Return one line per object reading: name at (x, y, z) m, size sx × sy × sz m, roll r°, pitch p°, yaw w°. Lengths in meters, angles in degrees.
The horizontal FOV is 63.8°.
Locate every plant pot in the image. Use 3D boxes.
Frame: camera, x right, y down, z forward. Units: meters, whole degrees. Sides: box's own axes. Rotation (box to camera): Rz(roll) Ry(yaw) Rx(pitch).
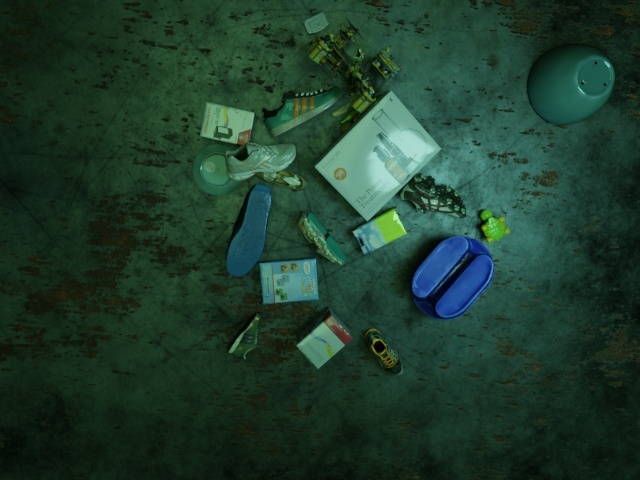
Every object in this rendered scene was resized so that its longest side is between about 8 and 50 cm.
plant pot at (0.920, -0.565, 1.825) m, size 0.290 × 0.195 × 0.290 m, roll -1°, pitch 98°, yaw -4°

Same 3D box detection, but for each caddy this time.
caddy at (0.488, 0.137, 1.911) m, size 0.241 × 0.179 × 0.341 m, roll 42°, pitch 94°, yaw 16°

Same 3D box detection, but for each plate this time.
plate at (-0.374, -0.257, 1.876) m, size 0.188 × 0.024 × 0.188 m, roll -1°, pitch 99°, yaw -4°

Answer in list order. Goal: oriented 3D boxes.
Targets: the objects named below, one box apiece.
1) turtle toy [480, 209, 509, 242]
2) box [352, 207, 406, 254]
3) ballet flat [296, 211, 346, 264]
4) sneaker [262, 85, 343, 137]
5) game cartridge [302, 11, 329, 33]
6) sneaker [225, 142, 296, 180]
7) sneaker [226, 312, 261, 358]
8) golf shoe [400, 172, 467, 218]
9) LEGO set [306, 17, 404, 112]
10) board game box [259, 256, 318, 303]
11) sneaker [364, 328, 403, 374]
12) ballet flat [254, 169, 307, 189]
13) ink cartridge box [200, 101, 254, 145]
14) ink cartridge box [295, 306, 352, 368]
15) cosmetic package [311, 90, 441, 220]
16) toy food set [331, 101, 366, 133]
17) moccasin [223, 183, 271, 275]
turtle toy at (0.648, -0.056, 1.945) m, size 0.095 × 0.066 × 0.130 m, roll -26°, pitch 98°, yaw 1°
box at (0.220, -0.033, 1.933) m, size 0.178 × 0.042 × 0.109 m, roll -28°, pitch 98°, yaw 1°
ballet flat at (0.000, 0.000, 1.917) m, size 0.077 × 0.091 × 0.241 m, roll -34°, pitch 95°, yaw 32°
sneaker at (-0.066, -0.485, 1.820) m, size 0.302 × 0.108 × 0.121 m, roll -28°, pitch 103°, yaw 2°
game cartridge at (-0.015, -0.771, 1.830) m, size 0.083 × 0.017 × 0.056 m, roll -25°, pitch 95°, yaw 0°
sneaker at (-0.211, -0.299, 1.806) m, size 0.262 × 0.121 × 0.099 m, roll -21°, pitch 56°, yaw -9°
sneaker at (-0.267, 0.369, 1.955) m, size 0.086 × 0.064 × 0.192 m, roll 36°, pitch 95°, yaw -15°
golf shoe at (0.426, -0.152, 1.912) m, size 0.273 × 0.105 × 0.120 m, roll 28°, pitch 139°, yaw -22°
LEGO set at (0.133, -0.613, 1.738) m, size 0.192 × 0.255 × 0.331 m, roll -40°, pitch 87°, yaw 30°
board game box at (-0.118, 0.152, 1.941) m, size 0.212 × 0.039 × 0.160 m, roll -4°, pitch 98°, yaw -2°
sneaker at (0.246, 0.442, 1.983) m, size 0.084 × 0.083 × 0.215 m, roll -39°, pitch 100°, yaw 1°
ballet flat at (-0.147, -0.235, 1.870) m, size 0.206 × 0.067 × 0.073 m, roll 14°, pitch 97°, yaw -5°
ink cartridge box at (-0.330, -0.411, 1.832) m, size 0.175 × 0.072 × 0.127 m, roll 11°, pitch 98°, yaw -6°
ink cartridge box at (0.010, 0.364, 1.933) m, size 0.176 × 0.128 × 0.127 m, roll -42°, pitch 98°, yaw 2°
cosmetic package at (0.200, -0.302, 1.851) m, size 0.377 × 0.097 × 0.284 m, roll -45°, pitch 104°, yaw 3°
toy food set at (0.140, -0.416, 1.877) m, size 0.132 × 0.038 × 0.192 m, roll -34°, pitch 99°, yaw 2°
moccasin at (-0.252, -0.036, 1.873) m, size 0.138 × 0.117 × 0.342 m, roll 22°, pitch 91°, yaw -19°
